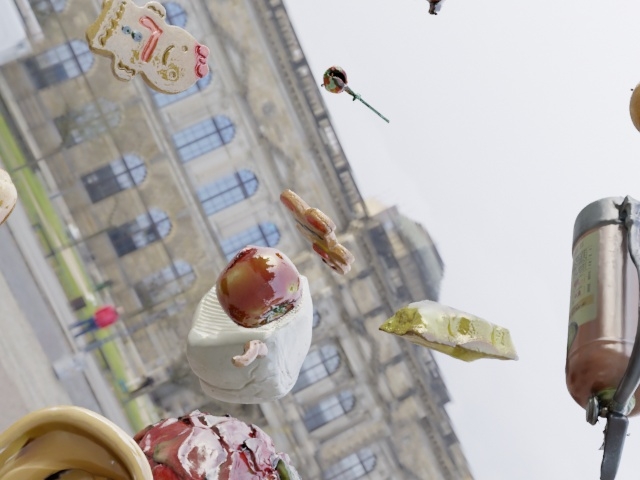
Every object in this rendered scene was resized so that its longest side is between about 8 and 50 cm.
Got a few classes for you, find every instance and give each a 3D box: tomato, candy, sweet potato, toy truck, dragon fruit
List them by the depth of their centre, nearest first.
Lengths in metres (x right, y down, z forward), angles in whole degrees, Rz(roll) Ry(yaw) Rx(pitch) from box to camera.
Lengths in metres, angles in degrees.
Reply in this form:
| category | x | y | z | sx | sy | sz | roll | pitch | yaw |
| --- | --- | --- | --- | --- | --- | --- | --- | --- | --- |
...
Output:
| category | x | y | z | sx | sy | sz | roll | pitch | yaw |
| --- | --- | --- | --- | --- | --- | --- | --- | --- | --- |
| tomato | -0.062 | 0.044 | 0.928 | 0.075 | 0.087 | 0.087 | 55 | -14 | 17 |
| toy truck | -0.262 | 0.321 | 0.931 | 0.204 | 0.288 | 0.211 | 30 | -17 | 21 |
| dragon fruit | -0.167 | 0.357 | 1.304 | 0.299 | 0.244 | 0.244 | 10 | -48 | 35 |
| sweet potato | -0.123 | 0.202 | 1.734 | 0.044 | 0.044 | 0.179 | 64 | 9 | 2 |
| candy | 0.075 | -0.289 | 1.909 | 0.185 | 0.055 | 0.049 | 34 | -8 | -30 |

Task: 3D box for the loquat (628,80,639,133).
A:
| category | x | y | z | sx | sy | sz | roll | pitch | yaw |
| --- | --- | --- | --- | --- | --- | --- | --- | --- | --- |
| loquat | 0.592 | -0.227 | 1.598 | 0.141 | 0.141 | 0.141 | 59 | -13 | 23 |

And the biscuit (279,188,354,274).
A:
| category | x | y | z | sx | sy | sz | roll | pitch | yaw |
| --- | --- | --- | --- | --- | --- | --- | --- | --- | --- |
| biscuit | -0.001 | 0.000 | 1.974 | 0.165 | 0.036 | 0.250 | 36 | -15 | 34 |

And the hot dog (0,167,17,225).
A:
| category | x | y | z | sx | sy | sz | roll | pitch | yaw |
| --- | --- | --- | --- | --- | --- | --- | --- | --- | --- |
| hot dog | -0.439 | 0.033 | 0.930 | 0.135 | 0.337 | 0.100 | 1 | -56 | 33 |

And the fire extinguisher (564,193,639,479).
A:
| category | x | y | z | sx | sy | sz | roll | pitch | yaw |
| --- | --- | --- | --- | --- | --- | --- | --- | --- | --- |
| fire extinguisher | 0.349 | 0.083 | 1.131 | 0.376 | 0.113 | 0.200 | -73 | 150 | -44 |

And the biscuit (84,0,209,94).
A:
| category | x | y | z | sx | sy | sz | roll | pitch | yaw |
| --- | --- | --- | --- | --- | --- | --- | --- | --- | --- |
| biscuit | -0.306 | -0.347 | 1.708 | 0.226 | 0.166 | 0.036 | 32 | -19 | -21 |

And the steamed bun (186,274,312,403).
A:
| category | x | y | z | sx | sy | sz | roll | pitch | yaw |
| --- | --- | --- | --- | --- | --- | --- | --- | --- | --- |
| steamed bun | -0.143 | 0.229 | 2.056 | 0.383 | 0.247 | 0.236 | -69 | 160 | -67 |

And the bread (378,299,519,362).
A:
| category | x | y | z | sx | sy | sz | roll | pitch | yaw |
| --- | --- | --- | --- | --- | --- | --- | --- | --- | --- |
| bread | 0.236 | 0.167 | 1.704 | 0.233 | 0.088 | 0.161 | 20 | -2 | -24 |

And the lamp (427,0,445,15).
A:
| category | x | y | z | sx | sy | sz | roll | pitch | yaw |
| --- | --- | --- | --- | --- | --- | --- | --- | --- | --- |
| lamp | 0.165 | -0.375 | 1.254 | 0.182 | 0.182 | 0.140 | -140 | -145 | -62 |
